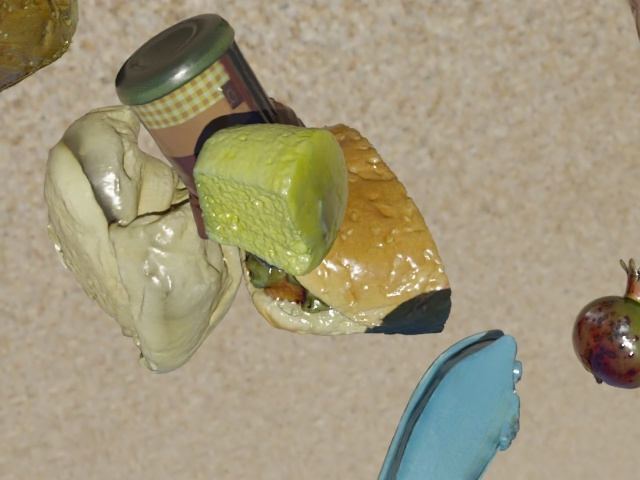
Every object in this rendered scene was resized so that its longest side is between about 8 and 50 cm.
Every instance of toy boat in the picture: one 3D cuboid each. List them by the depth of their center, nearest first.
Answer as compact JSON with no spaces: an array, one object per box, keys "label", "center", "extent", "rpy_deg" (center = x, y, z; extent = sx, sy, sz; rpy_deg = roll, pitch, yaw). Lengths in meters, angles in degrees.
[{"label":"toy boat","center":[0.128,0.186,1.420],"extent":[0.238,0.109,0.098],"rpy_deg":[-58,-176,-22]}]

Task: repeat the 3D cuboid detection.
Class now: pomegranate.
[{"label":"pomegranate","center":[0.379,0.106,1.788],"extent":[0.129,0.129,0.159],"rpy_deg":[-7,116,-29]}]

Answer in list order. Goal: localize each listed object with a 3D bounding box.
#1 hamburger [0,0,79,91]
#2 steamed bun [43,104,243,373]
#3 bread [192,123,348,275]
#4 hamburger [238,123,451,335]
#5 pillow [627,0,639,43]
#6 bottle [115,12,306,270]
[{"label":"hamburger","center":[-0.442,-0.281,1.750],"extent":[0.285,0.134,0.265],"rpy_deg":[-31,146,32]},{"label":"steamed bun","center":[-0.248,-0.009,2.104],"extent":[0.230,0.372,0.325],"rpy_deg":[-30,169,-21]},{"label":"bread","center":[-0.036,-0.044,1.235],"extent":[0.114,0.111,0.129],"rpy_deg":[14,133,21]},{"label":"hamburger","center":[-0.002,0.002,1.751],"extent":[0.209,0.330,0.162],"rpy_deg":[-20,145,-27]},{"label":"pillow","center":[0.299,-0.269,1.085],"extent":[0.223,0.236,0.084],"rpy_deg":[-34,144,25]},{"label":"bottle","center":[-0.086,-0.083,1.446],"extent":[0.156,0.271,0.143],"rpy_deg":[-40,-153,-13]}]
